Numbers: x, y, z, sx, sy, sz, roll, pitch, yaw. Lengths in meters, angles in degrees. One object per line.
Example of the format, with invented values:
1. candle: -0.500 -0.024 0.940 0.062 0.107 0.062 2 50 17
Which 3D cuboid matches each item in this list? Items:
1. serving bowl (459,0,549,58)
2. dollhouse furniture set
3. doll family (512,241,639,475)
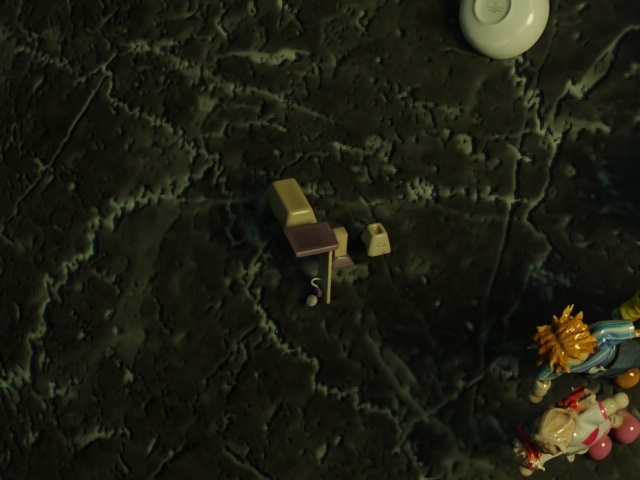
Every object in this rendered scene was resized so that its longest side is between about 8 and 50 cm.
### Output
1. serving bowl: 0.156 -0.201 1.524 0.083 0.027 0.083 -5 79 28
2. dollhouse furniture set: 0.000 0.000 1.592 0.114 0.091 0.081 -120 25 -46
3. doll family: 0.242 0.076 1.354 0.263 0.163 0.118 -34 68 21
